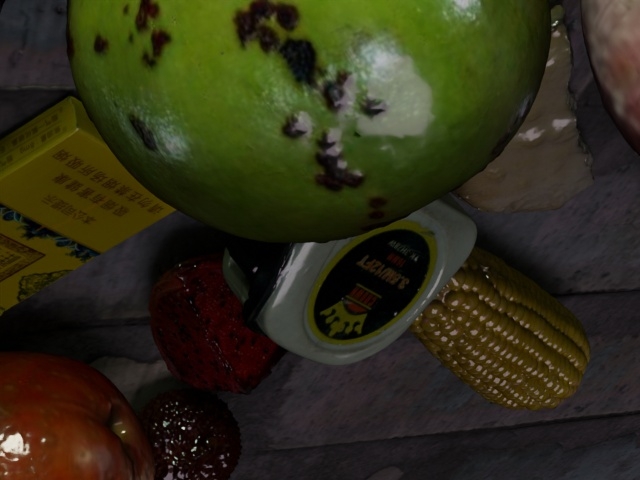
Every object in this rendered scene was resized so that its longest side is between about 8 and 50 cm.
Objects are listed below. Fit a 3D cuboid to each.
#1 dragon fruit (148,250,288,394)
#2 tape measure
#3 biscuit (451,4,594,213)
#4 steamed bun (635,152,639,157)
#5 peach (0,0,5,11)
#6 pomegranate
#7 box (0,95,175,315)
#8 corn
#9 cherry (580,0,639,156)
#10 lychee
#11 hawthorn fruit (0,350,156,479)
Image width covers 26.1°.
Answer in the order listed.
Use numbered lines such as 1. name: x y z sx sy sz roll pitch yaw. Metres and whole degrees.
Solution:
1. dragon fruit: -0.093 0.053 1.275 0.127 0.120 0.161 6 137 42
2. tape measure: 0.000 0.000 1.170 0.207 0.115 0.235 -48 141 12
3. biscuit: 0.163 -0.087 1.198 0.141 0.038 0.290 -19 150 4
4. steamed bun: 0.368 -0.030 1.209 0.200 0.226 0.170 13 138 -43
5. peach: -0.277 -0.096 0.822 0.068 0.279 0.189 26 153 10
6. pomegranate: -0.016 -0.146 0.785 0.290 0.291 0.323 -19 149 4
7. box: -0.257 -0.009 1.118 0.279 0.041 0.153 -29 149 19
8. corn: 0.175 0.087 1.403 0.130 0.130 0.347 -29 145 19
9. cherry: 0.363 -0.146 0.962 0.326 0.335 0.291 -54 162 -27
10. lychee: -0.150 0.217 1.465 0.129 0.123 0.123 -4 160 34
11. hawthorn fruit: -0.295 0.225 1.284 0.284 0.284 0.284 -13 149 -8
